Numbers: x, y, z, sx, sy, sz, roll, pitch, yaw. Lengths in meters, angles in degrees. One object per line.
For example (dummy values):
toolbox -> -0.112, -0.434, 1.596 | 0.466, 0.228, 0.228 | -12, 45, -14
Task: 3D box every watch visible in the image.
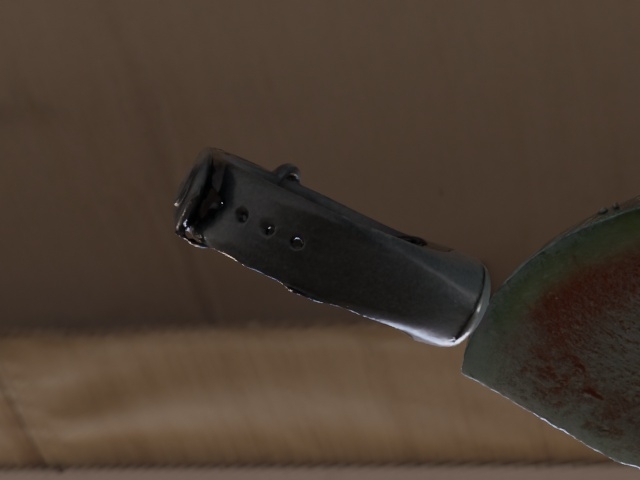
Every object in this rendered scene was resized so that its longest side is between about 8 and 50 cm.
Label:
watch -> 0.000, 0.000, 1.017 | 0.068, 0.193, 0.206 | -65, -169, 3

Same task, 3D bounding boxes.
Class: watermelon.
watermelon -> 0.244, 0.075, 1.157 | 0.289, 0.320, 0.213 | -13, -106, 2
